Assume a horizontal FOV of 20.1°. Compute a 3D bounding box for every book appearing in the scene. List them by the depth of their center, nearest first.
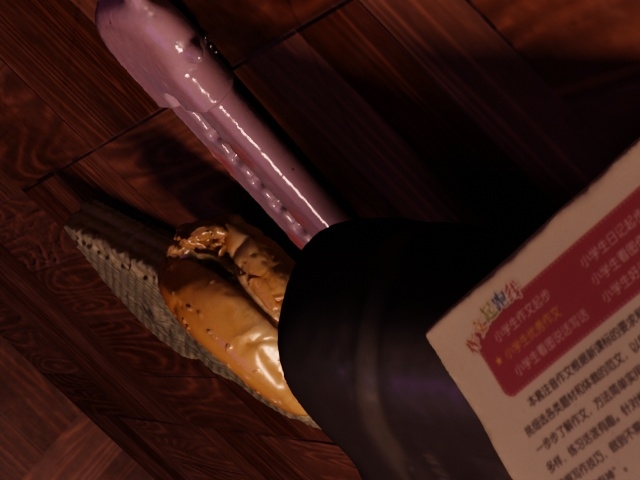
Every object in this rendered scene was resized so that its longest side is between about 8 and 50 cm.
[{"bbox_3d":[0.143,0.087,0.649,0.162,0.022,0.232,-45,67,40],"label":"book"}]

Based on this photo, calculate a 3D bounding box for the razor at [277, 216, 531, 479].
[{"bbox_3d":[0.141,0.095,0.790,0.349,0.113,0.204,17,148,43],"label":"razor"}]

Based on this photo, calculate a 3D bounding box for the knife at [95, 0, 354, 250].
[{"bbox_3d":[-0.001,0.000,1.037,0.399,0.038,0.132,49,162,-24],"label":"knife"}]

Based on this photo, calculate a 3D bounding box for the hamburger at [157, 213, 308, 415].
[{"bbox_3d":[-0.038,0.047,1.154,0.147,0.083,0.138,43,173,4],"label":"hamburger"}]

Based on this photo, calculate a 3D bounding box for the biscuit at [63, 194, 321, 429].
[{"bbox_3d":[-0.088,0.058,1.383,0.252,0.052,0.150,24,157,47],"label":"biscuit"}]
